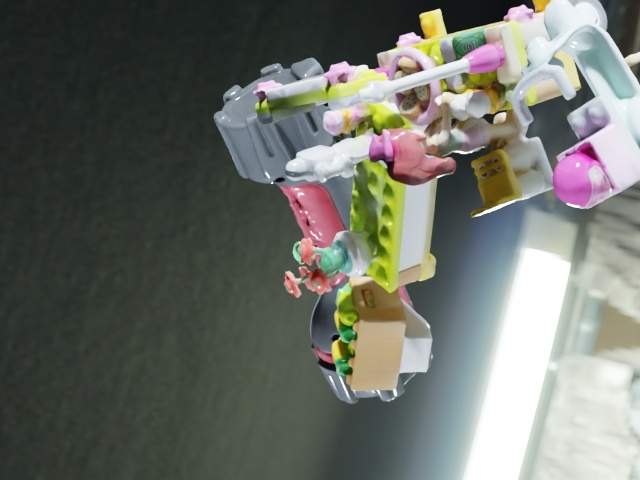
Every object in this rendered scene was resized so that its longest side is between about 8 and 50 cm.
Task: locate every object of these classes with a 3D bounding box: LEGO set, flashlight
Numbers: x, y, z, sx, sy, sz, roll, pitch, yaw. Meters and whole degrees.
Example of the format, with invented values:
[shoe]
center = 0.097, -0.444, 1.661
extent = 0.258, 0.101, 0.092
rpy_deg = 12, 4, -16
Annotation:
[LEGO set]
center = 0.025, -0.021, 0.747
extent = 0.107, 0.132, 0.287
rpy_deg = -19, -15, -30
[flashlight]
center = 0.000, 0.000, 1.437
extent = 0.304, 0.103, 0.103
rpy_deg = 63, -144, -34
